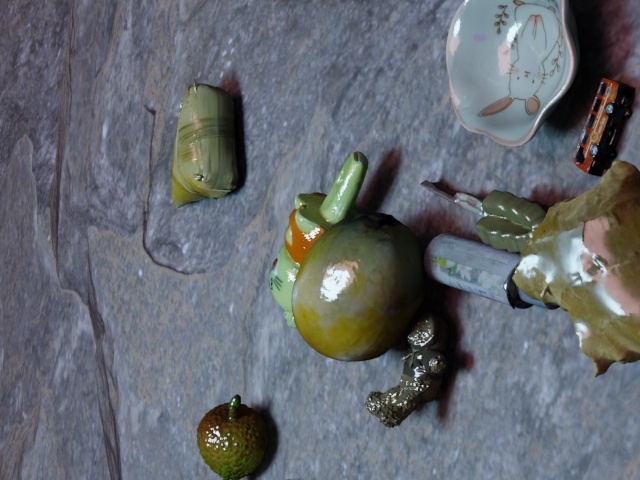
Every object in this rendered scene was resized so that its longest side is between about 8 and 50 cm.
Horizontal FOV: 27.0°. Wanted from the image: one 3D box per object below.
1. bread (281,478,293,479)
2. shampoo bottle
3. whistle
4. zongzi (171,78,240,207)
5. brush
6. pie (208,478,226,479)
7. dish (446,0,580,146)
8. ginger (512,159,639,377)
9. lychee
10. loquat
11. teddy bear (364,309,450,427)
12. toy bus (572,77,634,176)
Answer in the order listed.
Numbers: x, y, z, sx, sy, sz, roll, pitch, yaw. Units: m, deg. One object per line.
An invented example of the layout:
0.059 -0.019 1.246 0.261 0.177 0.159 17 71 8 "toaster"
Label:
-0.117 0.462 1.976 0.251 0.039 0.182 -53 0 34 "bread"
0.214 0.041 1.637 0.214 0.072 0.072 18 100 54 "shampoo bottle"
0.000 0.000 1.900 0.131 0.106 0.288 -93 22 -59 "whistle"
-0.210 -0.155 2.248 0.197 0.099 0.195 -21 68 59 "zongzi"
0.210 -0.034 1.657 0.301 0.084 0.071 28 104 58 "brush"
-0.175 0.442 2.055 0.163 0.079 0.193 -65 11 -16 "pie"
0.251 -0.225 1.617 0.229 0.081 0.229 -3 86 54 "dish"
0.342 0.049 1.419 0.270 0.123 0.219 44 109 29 "ginger"
-0.136 0.304 2.055 0.114 0.114 0.146 47 141 47 "lychee"
0.052 0.064 1.762 0.227 0.179 0.179 115 144 -53 "loquat"
0.131 0.173 1.736 0.160 0.078 0.119 -63 15 1 "teddy bear"
0.326 -0.131 1.537 0.043 0.031 0.110 38 114 53 "toy bus"
